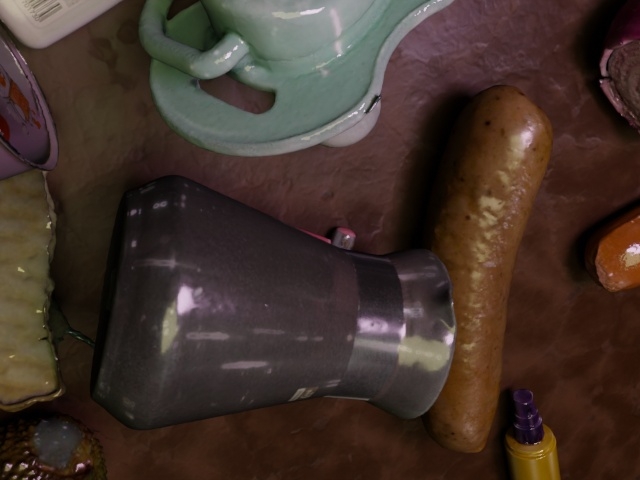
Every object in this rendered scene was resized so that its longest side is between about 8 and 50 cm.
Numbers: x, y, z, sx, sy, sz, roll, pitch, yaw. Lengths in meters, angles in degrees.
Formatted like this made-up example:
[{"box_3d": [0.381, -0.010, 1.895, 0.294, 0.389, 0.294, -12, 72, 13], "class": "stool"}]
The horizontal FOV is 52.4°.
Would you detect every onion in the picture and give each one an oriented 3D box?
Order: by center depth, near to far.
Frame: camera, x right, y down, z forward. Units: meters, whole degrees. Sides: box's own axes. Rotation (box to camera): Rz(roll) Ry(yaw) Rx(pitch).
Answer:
[{"box_3d": [0.459, -0.231, 0.802, 0.207, 0.200, 0.200, 37, 96, 6], "class": "onion"}]

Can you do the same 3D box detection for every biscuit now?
[{"box_3d": [-0.352, 0.034, 0.643, 0.187, 0.036, 0.273, -4, 78, -8], "class": "biscuit"}]

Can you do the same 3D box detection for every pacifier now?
[{"box_3d": [-0.014, -0.198, 0.654, 0.343, 0.288, 0.269, -50, 152, -17], "class": "pacifier"}]

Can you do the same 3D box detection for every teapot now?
[{"box_3d": [-0.061, 0.091, 0.712, 0.344, 0.253, 0.300, 11, 150, -20], "class": "teapot"}]

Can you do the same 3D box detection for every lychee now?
[{"box_3d": [-0.331, 0.282, 0.745, 0.171, 0.171, 0.171, -6, 111, -16], "class": "lychee"}]

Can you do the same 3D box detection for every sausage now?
[{"box_3d": [0.188, 0.053, 0.836, 0.136, 0.123, 0.500, 11, 110, 15], "class": "sausage"}, {"box_3d": [0.501, -0.018, 0.928, 0.275, 0.105, 0.105, -27, 115, -7], "class": "sausage"}]

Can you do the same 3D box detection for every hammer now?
[{"box_3d": [0.000, 0.000, 0.813, 0.083, 0.031, 0.052, 19, 101, -12], "class": "hammer"}]

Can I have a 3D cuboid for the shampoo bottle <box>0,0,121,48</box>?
[{"box_3d": [-0.217, -0.282, 0.623, 0.221, 0.051, 0.108, -34, 115, -4], "class": "shampoo bottle"}]

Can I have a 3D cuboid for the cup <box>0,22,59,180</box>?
[{"box_3d": [-0.411, -0.094, 0.566, 0.289, 0.203, 0.202, -25, 115, -1], "class": "cup"}]

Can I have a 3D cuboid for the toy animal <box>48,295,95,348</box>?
[{"box_3d": [-0.296, 0.093, 0.718, 0.253, 0.079, 0.070, 35, 109, -24], "class": "toy animal"}]

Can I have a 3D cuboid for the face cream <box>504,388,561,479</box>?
[{"box_3d": [0.333, 0.349, 1.020, 0.078, 0.078, 0.273, -20, 115, -10], "class": "face cream"}]
